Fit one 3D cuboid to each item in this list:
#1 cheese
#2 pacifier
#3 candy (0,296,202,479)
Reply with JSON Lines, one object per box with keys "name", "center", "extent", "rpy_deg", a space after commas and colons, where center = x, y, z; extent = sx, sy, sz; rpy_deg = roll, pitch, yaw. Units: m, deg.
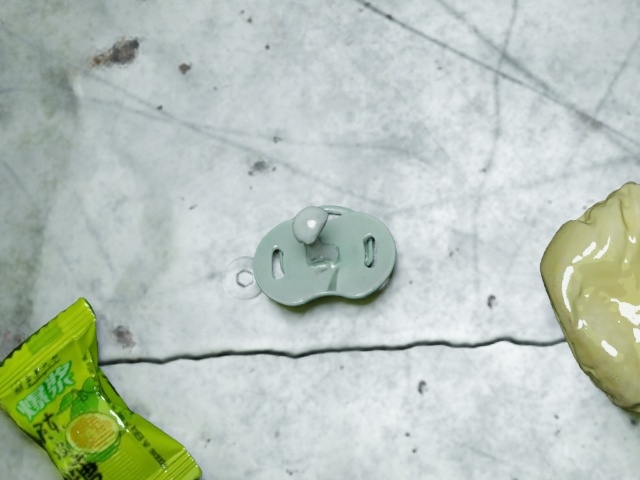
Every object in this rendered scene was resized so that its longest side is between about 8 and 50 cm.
{"name": "cheese", "center": [0.337, 0.054, 1.760], "extent": [0.214, 0.117, 0.226], "rpy_deg": [-31, 83, -1]}
{"name": "pacifier", "center": [0.000, 0.000, 1.817], "extent": [0.150, 0.116, 0.127], "rpy_deg": [-2, 55, 12]}
{"name": "candy", "center": [-0.240, 0.192, 1.843], "extent": [0.149, 0.069, 0.246], "rpy_deg": [-40, 76, 3]}
